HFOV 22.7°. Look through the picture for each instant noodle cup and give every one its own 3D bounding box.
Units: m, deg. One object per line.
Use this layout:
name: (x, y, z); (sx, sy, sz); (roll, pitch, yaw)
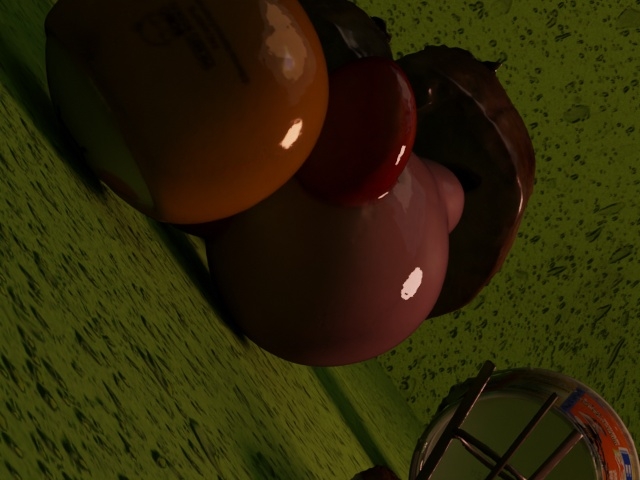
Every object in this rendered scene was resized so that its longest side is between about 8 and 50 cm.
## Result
instant noodle cup: (0.239, 0.294, 1.923); (0.296, 0.296, 0.214); (56, 9, 12)

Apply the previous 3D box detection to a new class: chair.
chair: (0.110, 0.207, 1.278); (0.095, 0.221, 0.104); (29, -12, 33)

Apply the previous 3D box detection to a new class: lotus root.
lotus root: (0.019, -0.060, 1.615); (0.111, 0.390, 0.375); (-50, 152, -56)

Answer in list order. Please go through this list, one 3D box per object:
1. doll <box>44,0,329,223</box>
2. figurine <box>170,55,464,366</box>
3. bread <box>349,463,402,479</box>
doll: (-0.100, -0.110, 1.194); (0.213, 0.213, 0.236); (56, -12, 9)
figurine: (-0.003, 0.002, 1.412); (0.261, 0.270, 0.211); (42, 44, -54)
bread: (0.060, 0.231, 1.075); (0.160, 0.073, 0.160); (57, 1, -2)
